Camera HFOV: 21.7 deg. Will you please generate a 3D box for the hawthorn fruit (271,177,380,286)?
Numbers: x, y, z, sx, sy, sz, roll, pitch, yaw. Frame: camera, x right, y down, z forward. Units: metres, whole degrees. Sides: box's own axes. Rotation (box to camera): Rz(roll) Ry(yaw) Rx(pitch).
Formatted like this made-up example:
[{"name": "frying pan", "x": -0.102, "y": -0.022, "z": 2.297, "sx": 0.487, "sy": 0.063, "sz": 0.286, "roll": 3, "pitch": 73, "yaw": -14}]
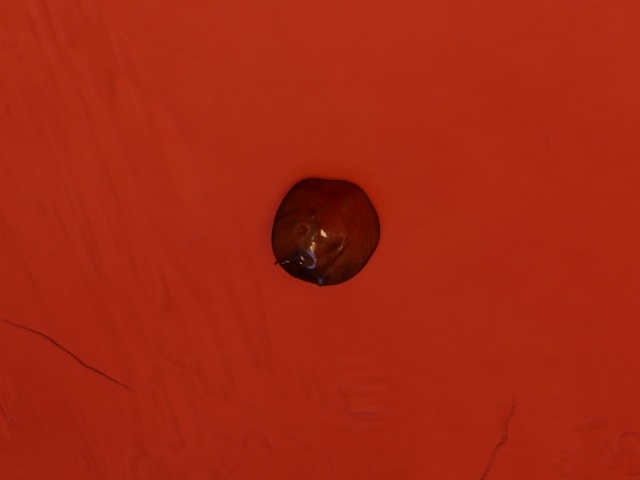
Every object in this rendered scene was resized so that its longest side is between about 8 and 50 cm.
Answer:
[{"name": "hawthorn fruit", "x": 0.000, "y": 0.000, "z": 1.246, "sx": 0.081, "sy": 0.093, "sz": 0.081, "roll": 9, "pitch": 129, "yaw": 11}]
